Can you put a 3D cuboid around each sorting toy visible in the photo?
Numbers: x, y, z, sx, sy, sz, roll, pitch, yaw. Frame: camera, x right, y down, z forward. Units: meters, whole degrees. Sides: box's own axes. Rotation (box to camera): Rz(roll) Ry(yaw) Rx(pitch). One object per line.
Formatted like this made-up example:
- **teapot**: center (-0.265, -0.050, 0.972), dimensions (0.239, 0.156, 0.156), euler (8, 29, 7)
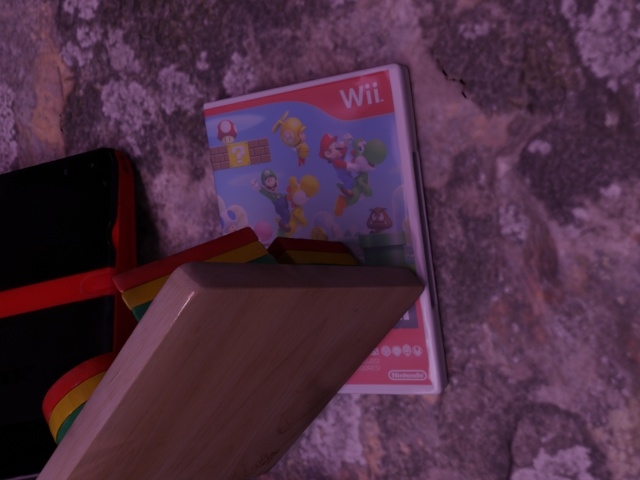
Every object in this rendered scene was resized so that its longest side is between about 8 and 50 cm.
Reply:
- **sorting toy**: center (-0.084, 0.097, 0.580), dimensions (0.257, 0.255, 0.089), euler (-53, 58, 24)

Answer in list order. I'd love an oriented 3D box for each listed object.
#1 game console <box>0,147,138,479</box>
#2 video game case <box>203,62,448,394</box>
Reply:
- **game console**: center (-0.362, 0.096, 0.728), dimensions (0.386, 0.060, 0.342), euler (-13, 62, 9)
- **video game case**: center (0.000, 0.000, 0.670), dimensions (0.204, 0.025, 0.285), euler (-5, 95, 28)
